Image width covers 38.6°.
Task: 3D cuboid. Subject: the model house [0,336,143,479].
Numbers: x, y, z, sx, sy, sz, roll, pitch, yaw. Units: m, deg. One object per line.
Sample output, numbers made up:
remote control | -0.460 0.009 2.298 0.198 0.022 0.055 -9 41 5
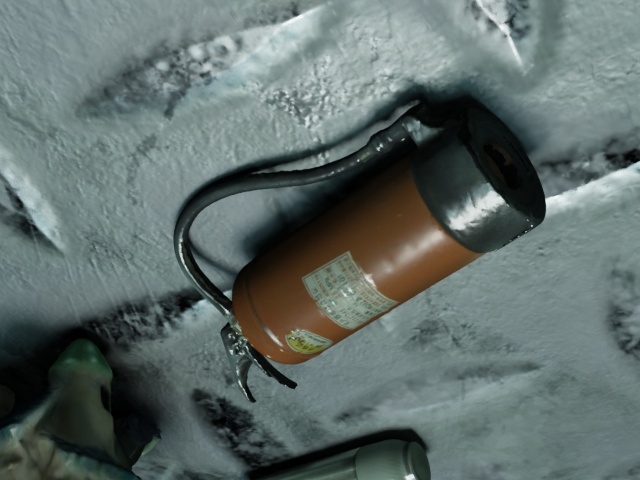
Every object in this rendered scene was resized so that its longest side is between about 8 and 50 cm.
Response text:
model house | -0.325 0.272 1.010 0.298 0.284 0.243 -30 143 20

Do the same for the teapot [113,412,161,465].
teapot | -0.233 0.246 1.120 0.057 0.066 0.088 -36 146 12

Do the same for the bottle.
bottle | 0.017 0.311 1.148 0.254 0.079 0.096 -23 166 25

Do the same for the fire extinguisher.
fire extinguisher | 0.007 0.000 0.847 0.376 0.113 0.200 -36 79 31
